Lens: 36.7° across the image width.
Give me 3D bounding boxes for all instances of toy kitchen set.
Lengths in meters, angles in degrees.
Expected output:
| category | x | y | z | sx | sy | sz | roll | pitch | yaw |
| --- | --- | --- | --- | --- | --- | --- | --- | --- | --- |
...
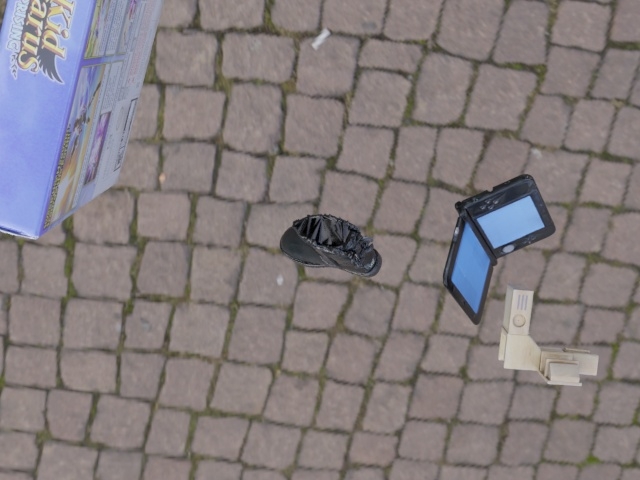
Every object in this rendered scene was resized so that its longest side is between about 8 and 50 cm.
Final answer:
| category | x | y | z | sx | sy | sz | roll | pitch | yaw |
| --- | --- | --- | --- | --- | --- | --- | --- | --- | --- |
| toy kitchen set | 0.209 | 0.084 | 0.861 | 0.083 | 0.068 | 0.075 | 5 | 98 | -1 |

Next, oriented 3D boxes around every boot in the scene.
| category | x | y | z | sx | sy | sz | roll | pitch | yaw |
| --- | --- | --- | --- | --- | --- | --- | --- | --- | --- |
| boot | -0.001 | 0.000 | 0.949 | 0.121 | 0.099 | 0.045 | 16 | 80 | 24 |

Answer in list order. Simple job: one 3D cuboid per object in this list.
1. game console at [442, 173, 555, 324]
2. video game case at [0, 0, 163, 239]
| category | x | y | z | sx | sy | sz | roll | pitch | yaw |
| --- | --- | --- | --- | --- | --- | --- | --- | --- | --- |
| game console | 0.166 | 0.011 | 0.882 | 0.107 | 0.071 | 0.122 | -24 | 149 | 12 |
| video game case | -0.179 | -0.158 | 0.745 | 0.061 | 0.244 | 0.269 | 16 | 102 | -3 |
